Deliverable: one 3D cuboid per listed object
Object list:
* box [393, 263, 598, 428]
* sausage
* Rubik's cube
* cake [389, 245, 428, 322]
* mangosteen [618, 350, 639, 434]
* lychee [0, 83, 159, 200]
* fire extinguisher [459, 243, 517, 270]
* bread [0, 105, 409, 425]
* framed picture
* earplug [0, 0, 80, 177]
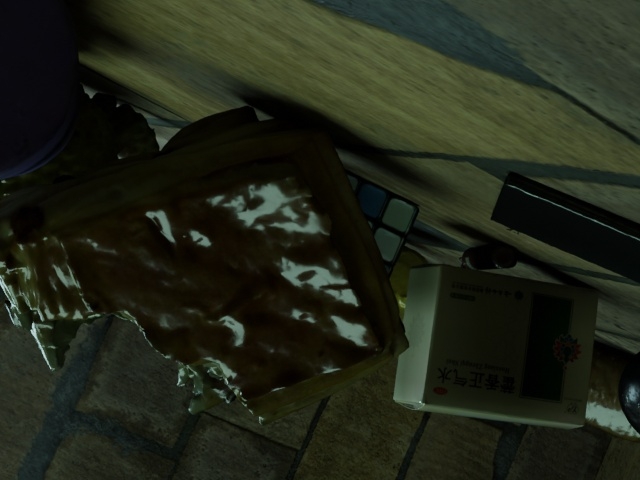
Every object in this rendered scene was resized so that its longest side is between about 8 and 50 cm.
[{"bbox_3d":[0.205,0.125,1.639,0.212,0.168,0.095,10,175,-19],"label":"box"},{"bbox_3d":[0.394,0.208,2.196,0.501,0.123,0.136,21,-157,23],"label":"sausage"},{"bbox_3d":[0.000,0.000,1.637,0.154,0.155,0.151,24,175,-14],"label":"Rubik's cube"},{"bbox_3d":[0.006,0.064,1.885,0.286,0.222,0.227,22,176,6],"label":"cake"},{"bbox_3d":[0.462,0.196,1.830,0.137,0.137,0.151,21,-153,27],"label":"mangosteen"},{"bbox_3d":[-0.373,-0.099,1.721,0.270,0.320,0.270,31,158,14],"label":"lychee"},{"bbox_3d":[0.203,0.022,1.679,0.049,0.035,0.173,-14,180,-9],"label":"fire extinguisher"},{"bbox_3d":[-0.125,0.030,1.435,0.191,0.370,0.314,-99,-11,-60],"label":"bread"},{"bbox_3d":[0.320,0.027,1.300,0.339,0.014,0.255,23,175,7],"label":"framed picture"},{"bbox_3d":[-0.326,-0.153,1.365,0.215,0.215,0.456,24,178,-5],"label":"earplug"}]
